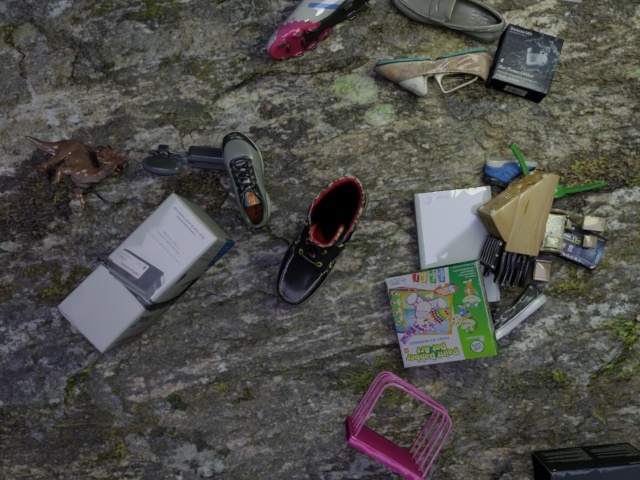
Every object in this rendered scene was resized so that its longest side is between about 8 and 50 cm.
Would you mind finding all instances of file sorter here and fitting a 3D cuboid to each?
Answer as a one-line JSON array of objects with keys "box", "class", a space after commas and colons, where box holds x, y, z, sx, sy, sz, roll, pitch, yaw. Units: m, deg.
[{"box": [0.195, 0.451, 1.765, 0.202, 0.291, 0.182, 31, 86, 3], "class": "file sorter"}]

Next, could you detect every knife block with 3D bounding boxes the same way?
[{"box": [0.523, -0.014, 1.817, 0.275, 0.088, 0.242, -34, 108, -3], "class": "knife block"}]

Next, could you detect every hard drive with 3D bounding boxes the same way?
[{"box": [0.362, 0.017, 1.882, 0.203, 0.040, 0.307, -6, 96, 2], "class": "hard drive"}]

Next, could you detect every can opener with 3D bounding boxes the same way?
[{"box": [-0.336, -0.211, 1.921, 0.280, 0.074, 0.093, 2, 71, 0], "class": "can opener"}]

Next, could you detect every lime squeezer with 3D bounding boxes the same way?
[{"box": [0.609, -0.160, 1.880, 0.310, 0.059, 0.110, 18, 96, -17], "class": "lime squeezer"}]

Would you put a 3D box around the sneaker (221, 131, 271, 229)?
[{"box": [-0.188, -0.155, 1.854, 0.100, 0.108, 0.271, -16, 112, -1], "class": "sneaker"}]

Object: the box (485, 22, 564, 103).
[{"box": [0.545, -0.474, 1.892, 0.156, 0.093, 0.158, 17, 87, 3], "class": "box"}]

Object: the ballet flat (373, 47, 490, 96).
[{"box": [0.302, -0.444, 1.897, 0.316, 0.107, 0.106, -7, 94, 3], "class": "ballet flat"}]

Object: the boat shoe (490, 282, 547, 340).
[{"box": [0.492, 0.196, 1.871, 0.228, 0.080, 0.076, -37, 80, -1], "class": "boat shoe"}]

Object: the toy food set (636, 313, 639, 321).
[{"box": [0.936, 0.254, 1.868, 0.132, 0.038, 0.192, -32, 86, 0], "class": "toy food set"}]

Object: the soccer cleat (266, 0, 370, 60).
[{"box": [-0.021, -0.619, 1.923, 0.331, 0.116, 0.143, -33, 71, -2], "class": "soccer cleat"}]

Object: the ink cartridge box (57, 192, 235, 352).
[{"box": [-0.431, 0.083, 1.806, 0.395, 0.285, 0.166, -44, 87, 0], "class": "ink cartridge box"}]

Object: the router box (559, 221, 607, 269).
[{"box": [0.690, 0.016, 1.889, 0.122, 0.038, 0.092, 23, 88, 3], "class": "router box"}]

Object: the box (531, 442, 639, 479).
[{"box": [0.692, 0.595, 1.790, 0.261, 0.184, 0.103, -6, 87, 2], "class": "box"}]

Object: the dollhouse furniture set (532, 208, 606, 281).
[{"box": [0.643, 0.021, 1.817, 0.161, 0.101, 0.182, 7, 86, 9], "class": "dollhouse furniture set"}]

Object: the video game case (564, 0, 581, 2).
[{"box": [0.679, -0.717, 1.938, 0.087, 0.011, 0.122, 9, 87, 2], "class": "video game case"}]

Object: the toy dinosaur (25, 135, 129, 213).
[{"box": [-0.649, -0.217, 1.917, 0.295, 0.127, 0.200, 38, 82, 16], "class": "toy dinosaur"}]

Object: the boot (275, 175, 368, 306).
[{"box": [0.000, 0.000, 1.793, 0.138, 0.284, 0.377, 36, 88, 3], "class": "boot"}]

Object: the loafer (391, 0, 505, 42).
[{"box": [0.344, -0.627, 1.896, 0.319, 0.111, 0.112, 19, 88, 3], "class": "loafer"}]

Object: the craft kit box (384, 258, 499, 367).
[{"box": [0.314, 0.192, 1.840, 0.250, 0.061, 0.247, -13, 94, 22], "class": "craft kit box"}]

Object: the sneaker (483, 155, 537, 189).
[{"box": [0.508, -0.180, 1.900, 0.152, 0.058, 0.084, -4, 114, -20], "class": "sneaker"}]
